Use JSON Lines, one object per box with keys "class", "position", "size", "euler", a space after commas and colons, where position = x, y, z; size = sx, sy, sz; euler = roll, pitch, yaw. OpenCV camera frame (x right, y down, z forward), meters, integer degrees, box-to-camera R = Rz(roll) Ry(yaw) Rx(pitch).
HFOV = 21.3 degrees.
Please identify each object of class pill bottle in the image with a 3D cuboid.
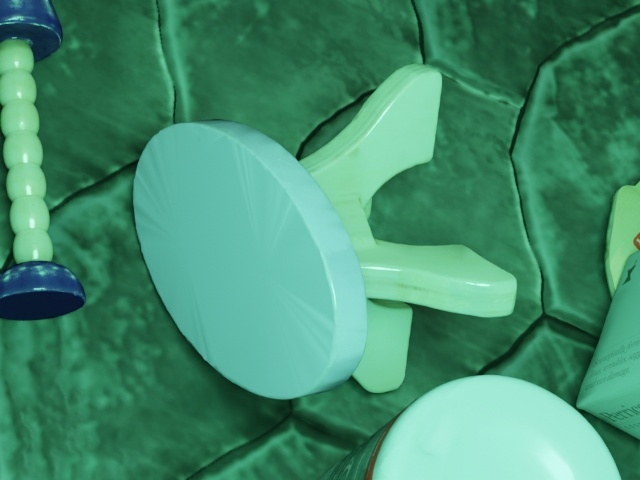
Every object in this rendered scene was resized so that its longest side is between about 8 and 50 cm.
{"class": "pill bottle", "position": [0.067, 0.203, 1.107], "size": [0.161, 0.283, 0.161], "euler": [7, 66, -16]}

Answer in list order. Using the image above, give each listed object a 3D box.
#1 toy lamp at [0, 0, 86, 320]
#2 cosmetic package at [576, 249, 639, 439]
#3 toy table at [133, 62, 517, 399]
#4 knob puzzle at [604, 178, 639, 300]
{"class": "toy lamp", "position": [-0.222, -0.080, 1.251], "size": [0.080, 0.080, 0.274], "euler": [0, 69, -18]}
{"class": "cosmetic package", "position": [0.418, 0.127, 1.279], "size": [0.385, 0.217, 0.156], "euler": [26, 66, -9]}
{"class": "toy table", "position": [0.000, 0.000, 1.211], "size": [0.161, 0.252, 0.274], "euler": [-8, 38, -32]}
{"class": "knob puzzle", "position": [0.307, 0.030, 1.403], "size": [0.213, 0.030, 0.213], "euler": [6, 71, -19]}
